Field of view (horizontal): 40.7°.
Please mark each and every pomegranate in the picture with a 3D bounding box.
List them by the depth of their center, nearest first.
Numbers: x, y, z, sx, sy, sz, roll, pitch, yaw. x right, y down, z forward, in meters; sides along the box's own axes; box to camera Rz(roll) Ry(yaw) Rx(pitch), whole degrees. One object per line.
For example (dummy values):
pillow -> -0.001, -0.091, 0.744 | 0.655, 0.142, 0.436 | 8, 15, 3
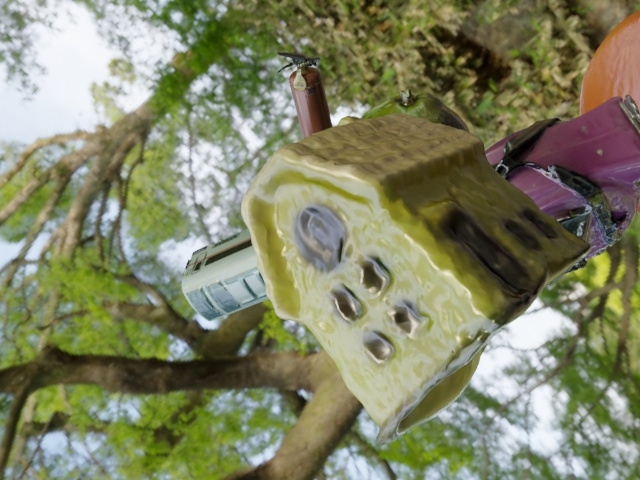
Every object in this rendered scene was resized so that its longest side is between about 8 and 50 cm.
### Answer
pomegranate -> 0.191, -0.160, 1.669 | 0.222, 0.204, 0.276 | 30, 173, 46

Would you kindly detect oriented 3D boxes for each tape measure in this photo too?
tape measure -> 0.293, -0.052, 1.101 | 0.245, 0.231, 0.149 | 67, -179, -59

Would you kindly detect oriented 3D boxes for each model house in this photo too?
model house -> 0.057, 0.005, 0.689 | 0.234, 0.175, 0.193 | 44, -143, 17

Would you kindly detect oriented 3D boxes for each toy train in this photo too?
toy train -> 0.000, 0.000, 1.119 | 0.086, 0.406, 0.088 | 55, -151, -24

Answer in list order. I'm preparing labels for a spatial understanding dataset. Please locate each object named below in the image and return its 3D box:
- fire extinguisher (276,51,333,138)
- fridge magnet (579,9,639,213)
fire extinguisher -> -0.016, -0.190, 1.222 | 0.050, 0.062, 0.177 | -103, -2, -57
fridge magnet -> 0.572, -0.195, 1.346 | 0.155, 0.364, 0.364 | -17, -116, -35
